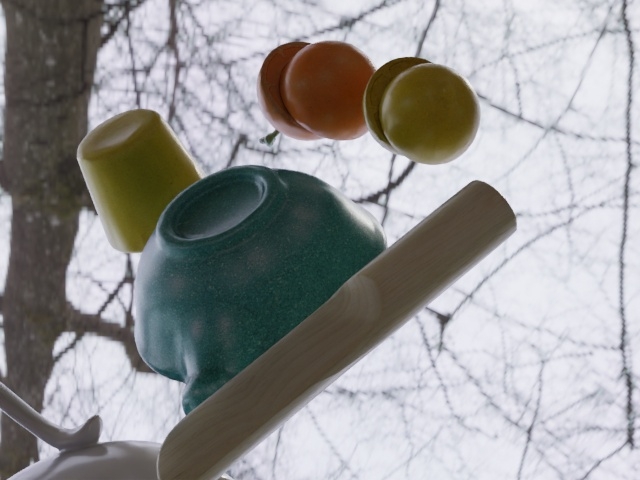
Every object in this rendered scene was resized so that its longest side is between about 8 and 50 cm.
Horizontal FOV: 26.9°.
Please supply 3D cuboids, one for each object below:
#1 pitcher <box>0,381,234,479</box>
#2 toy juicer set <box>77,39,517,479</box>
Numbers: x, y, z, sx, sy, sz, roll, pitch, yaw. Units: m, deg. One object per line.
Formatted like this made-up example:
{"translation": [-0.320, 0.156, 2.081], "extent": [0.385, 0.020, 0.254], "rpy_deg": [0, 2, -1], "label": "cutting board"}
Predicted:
{"translation": [-0.143, 0.148, 0.725], "extent": [0.125, 0.207, 0.178], "rpy_deg": [-16, -83, -61], "label": "pitcher"}
{"translation": [0.000, 0.000, 0.656], "extent": [0.209, 0.089, 0.329], "rpy_deg": [-27, -149, -2], "label": "toy juicer set"}
